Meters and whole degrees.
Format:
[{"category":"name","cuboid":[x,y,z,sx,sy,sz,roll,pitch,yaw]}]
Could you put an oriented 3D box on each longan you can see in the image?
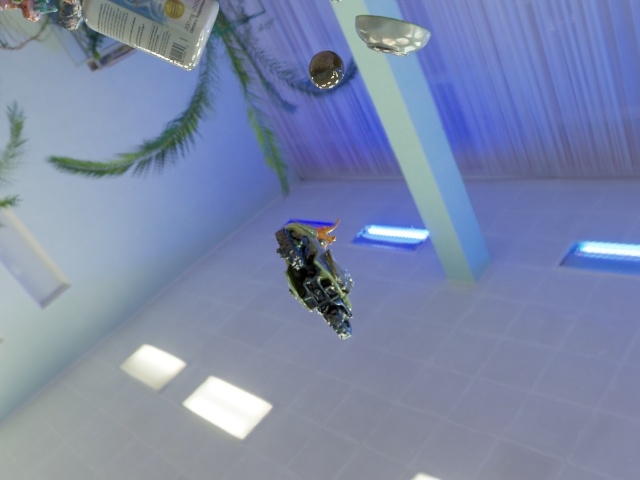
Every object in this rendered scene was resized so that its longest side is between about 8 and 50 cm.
[{"category":"longan","cuboid":[0.027,-0.750,2.574,0.168,0.167,0.187,-24,-176,9]}]

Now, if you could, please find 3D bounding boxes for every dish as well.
[{"category":"dish","cuboid":[0.290,-0.840,2.450,0.325,0.124,0.324,13,-168,-3]}]

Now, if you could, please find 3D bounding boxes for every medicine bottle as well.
[{"category":"medicine bottle","cuboid":[-0.360,-0.463,1.157,0.157,0.289,0.157,-58,-161,34]}]

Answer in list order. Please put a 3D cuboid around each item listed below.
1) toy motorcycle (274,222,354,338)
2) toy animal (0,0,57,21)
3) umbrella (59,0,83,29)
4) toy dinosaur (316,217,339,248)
[{"category":"toy motorcycle","cuboid":[-0.017,0.107,1.762,0.169,0.410,0.237,-26,-154,12]},{"category":"toy animal","cuboid":[-0.960,-0.767,1.887,0.209,0.100,0.103,7,-131,6]},{"category":"umbrella","cuboid":[-0.685,-0.688,1.642,0.071,0.071,0.248,-50,-172,-37]},{"category":"toy dinosaur","cuboid":[0.000,0.000,2.519,0.117,0.070,0.288,12,-123,12]}]
